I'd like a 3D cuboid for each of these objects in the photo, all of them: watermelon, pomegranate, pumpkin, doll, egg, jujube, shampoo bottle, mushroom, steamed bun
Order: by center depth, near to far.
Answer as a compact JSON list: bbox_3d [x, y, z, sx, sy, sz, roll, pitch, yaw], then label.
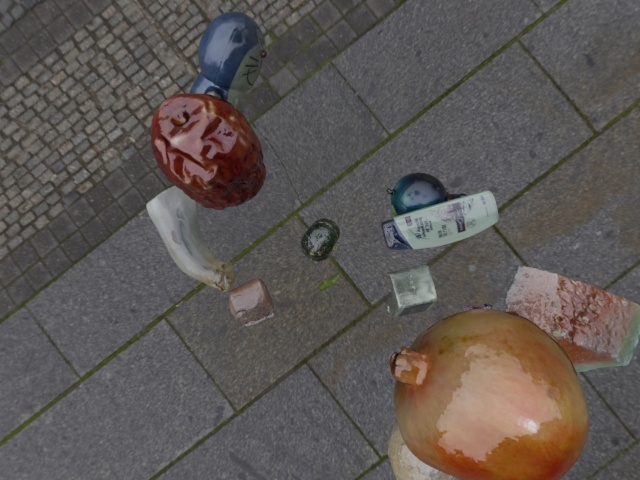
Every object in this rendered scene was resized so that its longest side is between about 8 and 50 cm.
[{"bbox_3d":[0.216,0.214,0.568,0.271,0.252,0.228,18,56,-10],"label":"pomegranate"},{"bbox_3d":[-0.184,-0.146,0.691,0.175,0.250,0.173,-2,72,5],"label":"jujube"},{"bbox_3d":[0.475,0.150,0.789,0.257,0.140,0.192,34,81,-16],"label":"watermelon"},{"bbox_3d":[-0.204,-0.373,0.911,0.154,0.228,0.258,31,115,-6],"label":"doll"},{"bbox_3d":[0.384,-0.050,1.304,0.360,0.078,0.134,-17,98,4],"label":"shampoo bottle"},{"bbox_3d":[-0.431,0.007,1.356,0.178,0.126,0.396,-25,88,-22],"label":"mushroom"},{"bbox_3d":[-0.237,0.222,1.382,0.145,0.175,0.106,-25,47,-8],"label":"steamed bun"},{"bbox_3d":[0.390,-0.137,1.443,0.323,0.198,0.186,12,131,-11],"label":"doll"},{"bbox_3d":[0.374,0.778,1.472,0.280,0.279,0.309,9,91,2],"label":"egg"},{"bbox_3d":[0.000,-0.001,1.659,0.190,0.190,0.146,-45,76,1],"label":"pumpkin"}]

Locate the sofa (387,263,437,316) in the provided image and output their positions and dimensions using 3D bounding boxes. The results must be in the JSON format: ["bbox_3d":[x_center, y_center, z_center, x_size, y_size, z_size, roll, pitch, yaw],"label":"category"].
[{"bbox_3d":[0.412,0.241,1.868,0.211,0.225,0.175,-13,66,-2],"label":"sofa"}]

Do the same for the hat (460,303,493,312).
[{"bbox_3d":[0.673,0.309,1.678,0.140,0.227,0.128,-22,67,-13],"label":"hat"}]

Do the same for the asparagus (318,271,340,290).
[{"bbox_3d":[0.050,0.196,1.916,0.041,0.178,0.045,-16,76,-40],"label":"asparagus"}]
